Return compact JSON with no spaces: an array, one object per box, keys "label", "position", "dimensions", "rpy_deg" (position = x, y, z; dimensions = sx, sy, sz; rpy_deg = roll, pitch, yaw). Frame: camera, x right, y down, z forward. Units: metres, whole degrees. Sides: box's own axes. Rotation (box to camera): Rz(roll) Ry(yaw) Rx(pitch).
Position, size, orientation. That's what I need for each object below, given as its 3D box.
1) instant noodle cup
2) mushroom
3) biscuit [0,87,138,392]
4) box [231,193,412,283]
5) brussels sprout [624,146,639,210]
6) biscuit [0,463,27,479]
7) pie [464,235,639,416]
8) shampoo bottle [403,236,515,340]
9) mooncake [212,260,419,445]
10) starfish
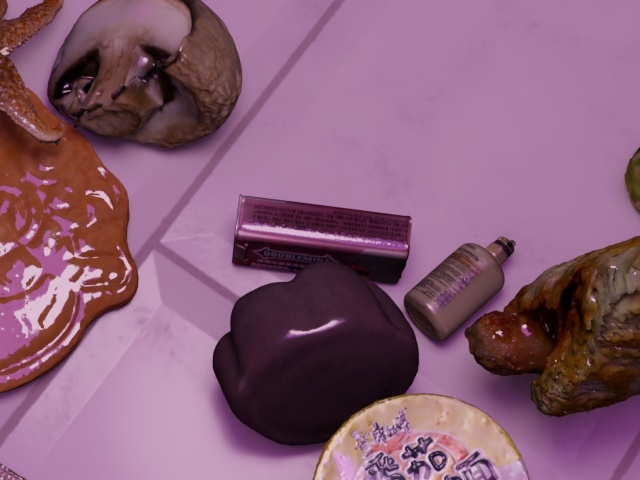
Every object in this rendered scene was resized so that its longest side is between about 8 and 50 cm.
[{"label":"instant noodle cup","position":[0.106,0.327,1.759],"dimensions":[0.264,0.200,0.264],"rpy_deg":[2,72,-5]},{"label":"mushroom","position":[-0.210,-0.220,1.927],"dimensions":[0.267,0.164,0.189],"rpy_deg":[-22,51,33]},{"label":"biscuit","position":[-0.427,-0.006,1.892],"dimensions":[0.365,0.062,0.385],"rpy_deg":[-34,78,-15]},{"label":"box","position":[0.000,0.000,1.900],"dimensions":[0.224,0.120,0.069],"rpy_deg":[7,68,-1]},{"label":"brussels sprout","position":[0.491,-0.094,1.971],"dimensions":[0.149,0.122,0.151],"rpy_deg":[31,71,8]},{"label":"biscuit","position":[-0.456,0.345,1.787],"dimensions":[0.121,0.040,0.199],"rpy_deg":[31,73,3]},{"label":"pie","position":[0.428,0.066,1.747],"dimensions":[0.395,0.418,0.180],"rpy_deg":[-10,75,-44]},{"label":"shampoo bottle","position":[0.188,0.053,1.919],"dimensions":[0.162,0.079,0.079],"rpy_deg":[-41,80,-16]},{"label":"mooncake","position":[-0.007,0.139,1.797],"dimensions":[0.245,0.245,0.133],"rpy_deg":[-21,54,-11]},{"label":"starfish","position":[-0.454,-0.219,1.893],"dimensions":[0.375,0.094,0.327],"rpy_deg":[-35,54,-22]}]
